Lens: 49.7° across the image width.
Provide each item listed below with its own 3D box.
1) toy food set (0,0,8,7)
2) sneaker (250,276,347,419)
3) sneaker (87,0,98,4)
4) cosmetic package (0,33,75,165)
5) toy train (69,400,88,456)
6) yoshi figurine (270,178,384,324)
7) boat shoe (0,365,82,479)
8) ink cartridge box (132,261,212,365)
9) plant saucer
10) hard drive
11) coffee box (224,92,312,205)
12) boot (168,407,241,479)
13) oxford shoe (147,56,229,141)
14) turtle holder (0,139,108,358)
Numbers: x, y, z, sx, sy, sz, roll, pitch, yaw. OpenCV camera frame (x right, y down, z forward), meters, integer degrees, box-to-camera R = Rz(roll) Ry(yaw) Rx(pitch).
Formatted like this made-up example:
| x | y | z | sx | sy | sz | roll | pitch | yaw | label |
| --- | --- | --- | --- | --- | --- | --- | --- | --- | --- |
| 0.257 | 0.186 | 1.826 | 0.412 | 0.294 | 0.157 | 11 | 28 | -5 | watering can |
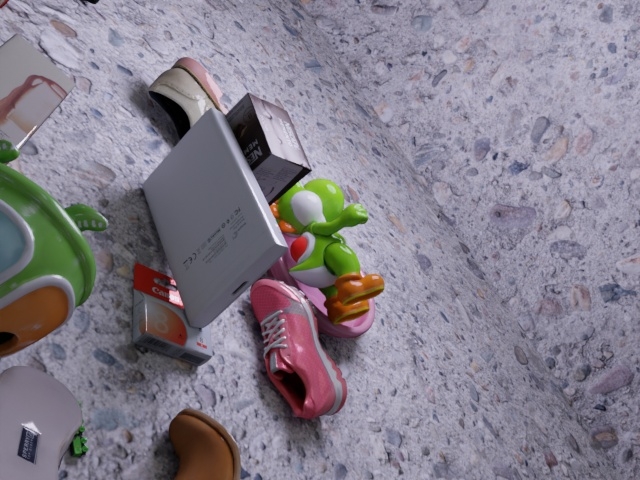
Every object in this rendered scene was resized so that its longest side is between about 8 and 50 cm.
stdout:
| x | y | z | sx | sy | sz | roll | pitch | yaw | label |
| --- | --- | --- | --- | --- | --- | --- | --- | --- | --- |
| -0.647 | -0.547 | 1.380 | 0.104 | 0.111 | 0.232 | 39 | 32 | -25 | toy food set |
| -0.062 | 0.209 | 1.368 | 0.136 | 0.116 | 0.313 | -7 | 62 | -58 | sneaker |
| -0.589 | -0.615 | 1.605 | 0.188 | 0.067 | 0.078 | 25 | 31 | -47 | sneaker |
| -0.526 | -0.187 | 1.088 | 0.129 | 0.153 | 0.296 | 42 | 30 | -23 | cosmetic package |
| -0.344 | 0.263 | 0.967 | 0.024 | 0.017 | 0.083 | 7 | 50 | -41 | toy train |
| 0.025 | -0.011 | 1.531 | 0.362 | 0.204 | 0.203 | 61 | 12 | 22 | yoshi figurine |
| -0.380 | 0.276 | 0.803 | 0.127 | 0.158 | 0.340 | 38 | 1 | -17 | boat shoe |
| -0.263 | 0.124 | 1.236 | 0.145 | 0.045 | 0.179 | 30 | 37 | -38 | ink cartridge box |
| -0.009 | 0.093 | 1.629 | 0.332 | 0.084 | 0.332 | 38 | 30 | -27 | plant saucer |
| -0.208 | -0.048 | 1.279 | 0.047 | 0.233 | 0.353 | 20 | 34 | -48 | hard drive |
| -0.179 | -0.130 | 1.396 | 0.119 | 0.297 | 0.168 | 18 | 42 | -48 | coffee box |
| -0.205 | 0.378 | 0.973 | 0.220 | 0.109 | 0.283 | -14 | 52 | -38 | boot |
| -0.255 | -0.232 | 1.638 | 0.397 | 0.140 | 0.146 | 51 | 57 | -12 | oxford shoe |
| -0.454 | 0.008 | 0.867 | 0.320 | 0.243 | 0.227 | 52 | 42 | -18 | turtle holder |
